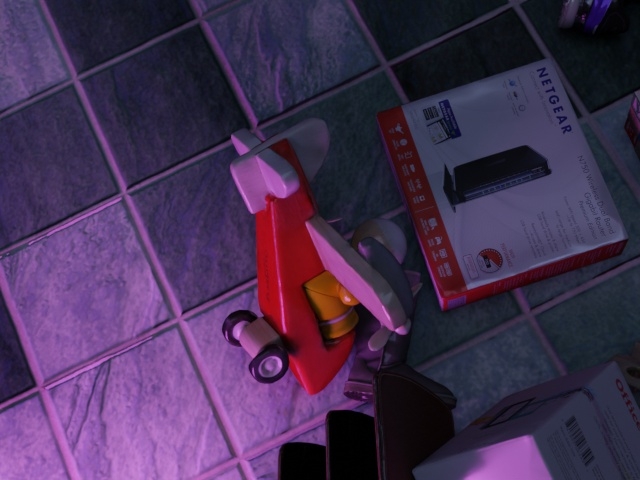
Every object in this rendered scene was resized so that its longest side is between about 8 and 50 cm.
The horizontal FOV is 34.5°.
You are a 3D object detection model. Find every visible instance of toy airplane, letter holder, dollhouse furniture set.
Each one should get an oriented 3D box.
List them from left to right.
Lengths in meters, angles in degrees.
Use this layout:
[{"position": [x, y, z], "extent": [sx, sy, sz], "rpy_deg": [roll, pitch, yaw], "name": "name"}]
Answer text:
[{"position": [0.000, 0.000, 1.506], "extent": [0.272, 0.384, 0.386], "rpy_deg": [-10, 71, -22], "name": "toy airplane"}, {"position": [0.073, 0.303, 1.403], "extent": [0.152, 0.302, 0.214], "rpy_deg": [-10, 68, 23], "name": "letter holder"}, {"position": [0.465, 0.254, 1.489], "extent": [0.101, 0.161, 0.182], "rpy_deg": [25, 120, 35], "name": "dollhouse furniture set"}]

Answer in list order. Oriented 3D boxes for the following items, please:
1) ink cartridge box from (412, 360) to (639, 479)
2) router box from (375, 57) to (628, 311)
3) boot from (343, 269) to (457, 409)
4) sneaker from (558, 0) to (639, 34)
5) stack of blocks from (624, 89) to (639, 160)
[{"position": [0.299, 0.313, 1.351], "extent": [0.197, 0.270, 0.198], "rpy_deg": [-28, 86, 39], "name": "ink cartridge box"}, {"position": [0.281, -0.092, 1.644], "extent": [0.301, 0.082, 0.335], "rpy_deg": [-19, 69, 1], "name": "router box"}, {"position": [0.131, 0.150, 1.594], "extent": [0.190, 0.076, 0.208], "rpy_deg": [10, 66, 9], "name": "boot"}, {"position": [0.506, -0.473, 1.745], "extent": [0.146, 0.102, 0.293], "rpy_deg": [16, 79, 9], "name": "sneaker"}, {"position": [0.570, -0.098, 1.560], "extent": [0.087, 0.171, 0.297], "rpy_deg": [-20, 69, 1], "name": "stack of blocks"}]
